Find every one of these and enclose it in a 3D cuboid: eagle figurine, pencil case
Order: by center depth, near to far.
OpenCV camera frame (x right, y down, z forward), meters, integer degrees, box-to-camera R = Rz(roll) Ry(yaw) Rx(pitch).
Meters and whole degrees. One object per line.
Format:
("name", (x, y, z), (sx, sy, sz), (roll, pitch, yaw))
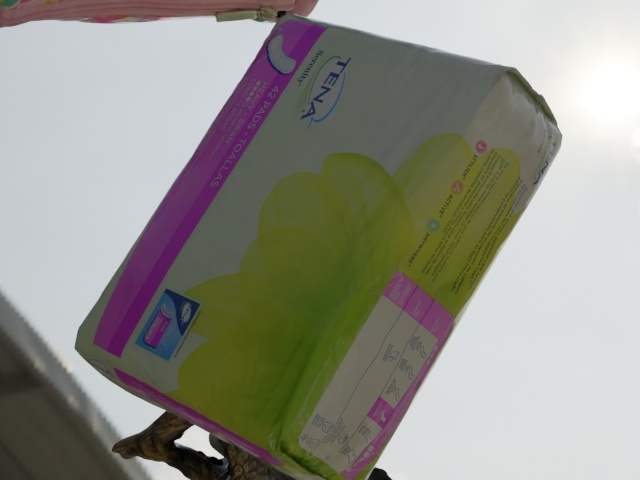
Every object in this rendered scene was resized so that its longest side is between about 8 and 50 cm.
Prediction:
("pencil case", (-0.140, -0.220, 1.272), (0.284, 0.124, 0.124), (-5, -27, -30))
("eagle figurine", (-0.046, 0.262, 1.489), (0.225, 0.298, 0.226), (-42, 5, -16))

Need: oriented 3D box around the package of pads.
("package of pads", (0.000, 0.000, 1.100), (0.229, 0.296, 0.101), (21, -14, 43))
